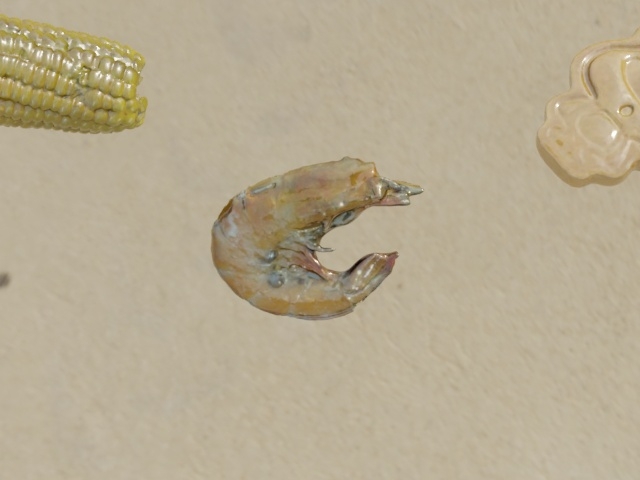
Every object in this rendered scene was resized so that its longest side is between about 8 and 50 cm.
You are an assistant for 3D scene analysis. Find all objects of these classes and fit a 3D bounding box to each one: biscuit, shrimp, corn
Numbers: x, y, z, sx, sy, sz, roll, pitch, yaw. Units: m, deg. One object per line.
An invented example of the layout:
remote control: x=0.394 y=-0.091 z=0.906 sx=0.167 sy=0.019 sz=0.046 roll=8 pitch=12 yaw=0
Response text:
biscuit: x=0.296 y=-0.127 z=1.328 sx=0.236 sy=0.040 sz=0.144 roll=-30 pitch=63 yaw=-18
shrimp: x=0.000 y=-0.003 z=1.223 sx=0.187 sy=0.132 sz=0.052 roll=-22 pitch=26 yaw=23
corn: x=-0.348 y=-0.170 z=1.475 sx=0.363 sy=0.120 sz=0.120 roll=9 pitch=70 yaw=-18
